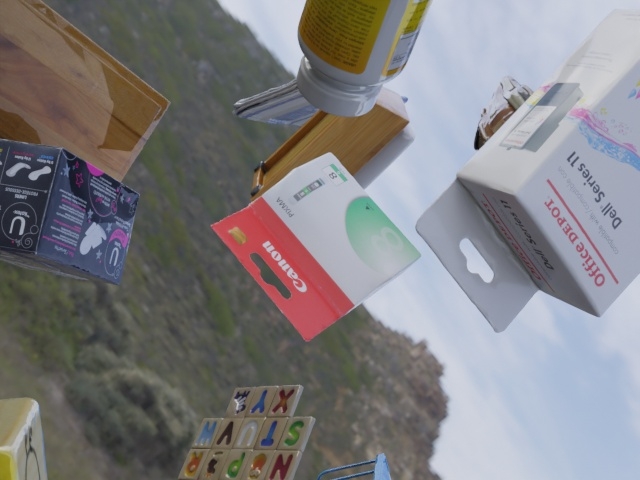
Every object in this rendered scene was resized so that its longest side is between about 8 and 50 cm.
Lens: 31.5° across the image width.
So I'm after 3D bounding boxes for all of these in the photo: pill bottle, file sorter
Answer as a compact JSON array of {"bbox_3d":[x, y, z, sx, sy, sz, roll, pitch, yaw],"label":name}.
[{"bbox_3d":[0.044,-0.226,1.108,0.117,0.117,0.208,48,-40,25],"label":"pill bottle"},{"bbox_3d":[0.047,0.377,1.497,0.170,0.104,0.118,-63,137,-79],"label":"file sorter"}]

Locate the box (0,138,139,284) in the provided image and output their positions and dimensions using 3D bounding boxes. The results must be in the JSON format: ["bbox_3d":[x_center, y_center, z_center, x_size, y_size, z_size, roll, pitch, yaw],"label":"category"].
[{"bbox_3d":[-0.374,-0.035,1.512,0.163,0.142,0.247,9,-10,16],"label":"box"}]

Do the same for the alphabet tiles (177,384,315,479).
[{"bbox_3d":[-0.143,0.381,1.781,0.285,0.343,0.011,-10,-40,47],"label":"alphabet tiles"}]

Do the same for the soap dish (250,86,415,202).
[{"bbox_3d":[0.011,-0.132,1.810,0.118,0.291,0.229,45,12,-13],"label":"soap dish"}]

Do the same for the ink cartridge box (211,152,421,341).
[{"bbox_3d":[0.000,0.000,1.365,0.181,0.224,0.056,49,-54,7],"label":"ink cartridge box"}]

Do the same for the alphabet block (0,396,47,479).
[{"bbox_3d":[-0.367,0.269,1.086,0.197,0.193,0.193,-138,-138,-80],"label":"alphabet block"}]

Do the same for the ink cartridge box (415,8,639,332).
[{"bbox_3d":[0.297,-0.064,1.261,0.207,0.353,0.119,49,-11,-28],"label":"ink cartridge box"}]

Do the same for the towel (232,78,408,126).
[{"bbox_3d":[0.003,-0.253,2.092,0.285,0.209,0.034,2,77,-52],"label":"towel"}]

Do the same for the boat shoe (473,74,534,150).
[{"bbox_3d":[0.269,-0.157,1.621,0.123,0.116,0.324,45,10,2],"label":"boat shoe"}]

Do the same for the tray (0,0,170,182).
[{"bbox_3d":[-0.405,-0.216,1.624,0.076,0.203,0.411,28,-5,37],"label":"tray"}]
